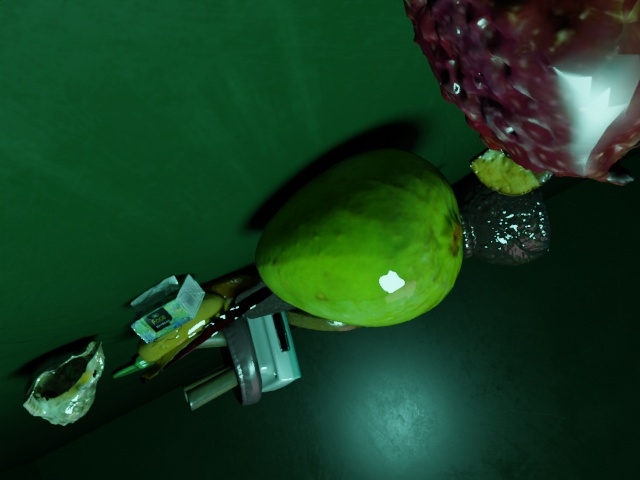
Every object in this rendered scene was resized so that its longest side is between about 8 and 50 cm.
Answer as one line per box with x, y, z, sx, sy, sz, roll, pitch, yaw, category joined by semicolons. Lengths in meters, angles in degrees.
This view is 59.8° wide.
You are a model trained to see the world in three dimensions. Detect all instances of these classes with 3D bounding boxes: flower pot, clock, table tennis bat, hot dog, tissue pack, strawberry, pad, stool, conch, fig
0.399;-0.047;1.413;0.267;0.266;0.266;-16;169;0;flower pot
-0.160;0.276;1.524;0.116;0.262;0.231;-11;163;-22;clock
-0.536;0.367;1.651;0.160;0.039;0.257;-21;172;-25;table tennis bat
-0.268;0.162;1.179;0.326;0.107;0.194;-34;180;-12;hot dog
-0.282;0.116;1.005;0.111;0.079;0.085;-29;-156;18;tissue pack
0.165;-0.182;0.375;0.274;0.220;0.274;-63;173;-14;strawberry
-0.048;0.110;1.300;0.330;0.004;0.220;-14;150;7;pad
-0.267;0.300;1.405;0.178;0.272;0.272;-13;165;-19;stool
-0.503;0.284;1.102;0.207;0.130;0.155;-45;177;16;conch
0.052;0.007;0.847;0.326;0.258;0.258;-15;176;30;fig

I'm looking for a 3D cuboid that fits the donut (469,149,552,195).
0.443;-0.182;1.203;0.085;0.141;0.217;-27;176;-42;donut

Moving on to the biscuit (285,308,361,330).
0.029;0.158;1.607;0.314;0.063;0.367;7;-162;18;biscuit
